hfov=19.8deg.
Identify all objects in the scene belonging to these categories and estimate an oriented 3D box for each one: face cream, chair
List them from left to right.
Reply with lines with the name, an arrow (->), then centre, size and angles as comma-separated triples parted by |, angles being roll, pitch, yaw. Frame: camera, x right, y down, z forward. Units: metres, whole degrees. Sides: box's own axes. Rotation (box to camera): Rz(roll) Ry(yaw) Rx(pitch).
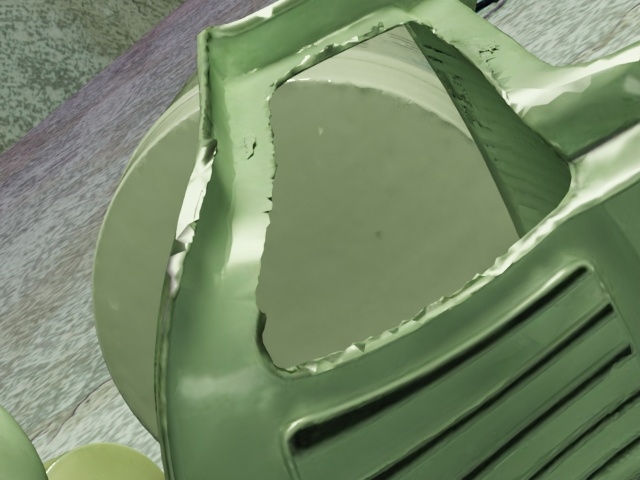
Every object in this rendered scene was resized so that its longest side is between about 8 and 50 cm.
face cream -> -0.142, 0.151, 0.879 | 0.114, 0.070, 0.224 | -44, 7, -31
face cream -> 0.004, 0.002, 0.758 | 0.177, 0.177, 0.153 | -33, 12, 12
chair -> 0.082, 0.004, 0.530 | 0.274, 0.203, 0.190 | -31, 25, 1

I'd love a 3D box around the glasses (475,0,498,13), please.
glasses -> 0.133, -0.272, 1.433 | 0.102, 0.207, 0.239 | 25, 57, 33

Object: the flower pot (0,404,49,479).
flower pot -> -0.212, 0.146, 0.687 | 0.246, 0.246, 0.195 | -37, 19, -6
